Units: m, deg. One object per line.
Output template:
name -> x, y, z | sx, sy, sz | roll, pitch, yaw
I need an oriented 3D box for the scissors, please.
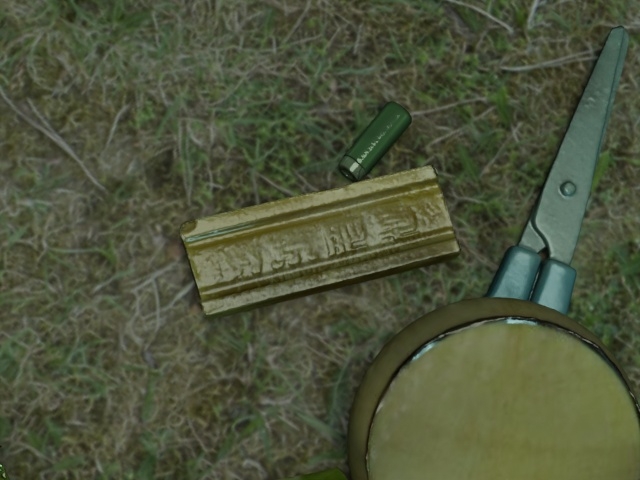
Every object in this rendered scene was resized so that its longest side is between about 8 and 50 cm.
scissors -> 0.222, -0.011, 1.209 | 0.192, 0.029, 0.447 | 22, 76, -3

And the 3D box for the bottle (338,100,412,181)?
bottle -> 0.052, -0.093, 1.201 | 0.030, 0.030, 0.083 | 39, 76, 1

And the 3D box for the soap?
soap -> 0.000, 0.000, 1.171 | 0.252, 0.037, 0.092 | -13, 79, -10

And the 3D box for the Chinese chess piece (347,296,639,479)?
Chinese chess piece -> 0.151, 0.177, 1.092 | 0.257, 0.104, 0.257 | 0, 92, -5

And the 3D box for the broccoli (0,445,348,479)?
broccoli -> -0.142, 0.285, 1.023 | 0.361, 0.221, 0.252 | 3, 42, -8
